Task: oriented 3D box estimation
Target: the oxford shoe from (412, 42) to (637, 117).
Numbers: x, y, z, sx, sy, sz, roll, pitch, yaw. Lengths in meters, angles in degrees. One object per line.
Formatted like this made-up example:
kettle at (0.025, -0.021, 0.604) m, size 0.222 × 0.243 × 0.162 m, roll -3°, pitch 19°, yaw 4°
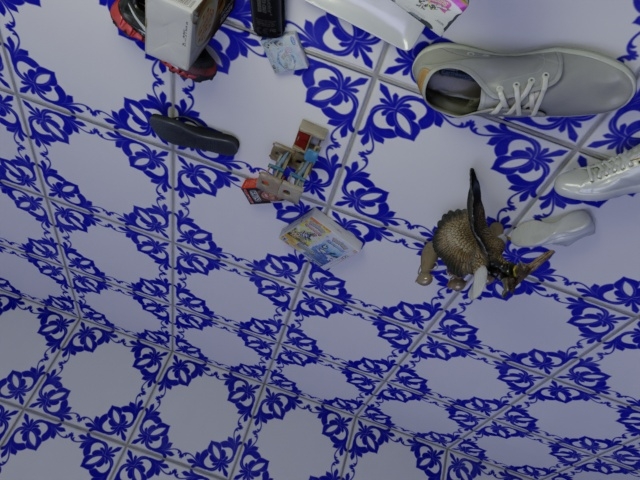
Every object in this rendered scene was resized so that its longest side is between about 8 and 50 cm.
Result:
oxford shoe at (0.410, -0.314, 1.190) m, size 0.450 × 0.130 × 0.169 m, roll 9°, pitch 141°, yaw 11°

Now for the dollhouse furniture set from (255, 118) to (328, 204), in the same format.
dollhouse furniture set at (-0.080, -0.217, 1.525) m, size 0.129 × 0.129 × 0.183 m, roll 22°, pitch 144°, yaw -4°

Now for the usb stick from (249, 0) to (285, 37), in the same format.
usb stick at (-0.111, -0.524, 1.171) m, size 0.077 × 0.045 × 0.278 m, roll 9°, pitch 158°, yaw 1°

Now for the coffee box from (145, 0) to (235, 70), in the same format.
coffee box at (-0.258, -0.486, 1.166) m, size 0.098 × 0.246 × 0.141 m, roll 23°, pitch 142°, yaw -2°

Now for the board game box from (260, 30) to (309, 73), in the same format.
board game box at (-0.082, -0.439, 1.337) m, size 0.090 × 0.020 × 0.090 m, roll 0°, pitch 139°, yaw 25°

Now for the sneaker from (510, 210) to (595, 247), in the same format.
sneaker at (0.623, -0.010, 1.529) m, size 0.212 × 0.080 × 0.094 m, roll -14°, pitch 144°, yaw 35°

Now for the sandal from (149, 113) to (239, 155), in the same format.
sandal at (-0.354, -0.303, 1.616) m, size 0.255 × 0.054 × 0.097 m, roll 16°, pitch 151°, yaw -12°

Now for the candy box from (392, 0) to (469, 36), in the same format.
candy box at (0.171, -0.464, 0.943) m, size 0.159 × 0.233 × 0.071 m, roll 29°, pitch 140°, yaw -16°

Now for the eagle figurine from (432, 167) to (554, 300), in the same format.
eagle figurine at (0.405, 0.000, 1.453) m, size 0.226 × 0.298 × 0.225 m, roll -44°, pitch 160°, yaw 13°

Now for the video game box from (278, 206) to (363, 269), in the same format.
video game box at (0.000, 0.000, 1.836) m, size 0.205 × 0.048 × 0.187 m, roll 36°, pitch 138°, yaw -21°

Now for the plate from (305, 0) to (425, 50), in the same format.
plate at (0.116, -0.538, 1.102) m, size 0.278 × 0.045 × 0.277 m, roll 24°, pitch 142°, yaw -7°

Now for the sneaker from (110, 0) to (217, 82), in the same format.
sneaker at (-0.349, -0.484, 1.333) m, size 0.276 × 0.097 × 0.135 m, roll 37°, pitch 142°, yaw -20°

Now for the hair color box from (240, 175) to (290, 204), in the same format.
hair color box at (-0.160, -0.150, 1.718) m, size 0.141 × 0.043 × 0.072 m, roll -3°, pitch 137°, yaw 26°

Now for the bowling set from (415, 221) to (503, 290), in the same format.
bowling set at (0.443, 0.085, 1.656) m, size 0.200 × 0.154 × 0.287 m, roll 41°, pitch 139°, yaw -26°

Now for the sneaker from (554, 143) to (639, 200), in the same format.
sneaker at (0.680, -0.169, 1.286) m, size 0.290 × 0.105 × 0.123 m, roll -6°, pitch 131°, yaw 16°
